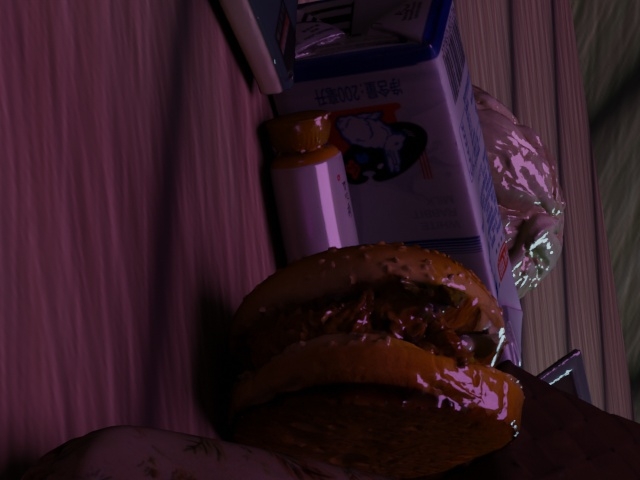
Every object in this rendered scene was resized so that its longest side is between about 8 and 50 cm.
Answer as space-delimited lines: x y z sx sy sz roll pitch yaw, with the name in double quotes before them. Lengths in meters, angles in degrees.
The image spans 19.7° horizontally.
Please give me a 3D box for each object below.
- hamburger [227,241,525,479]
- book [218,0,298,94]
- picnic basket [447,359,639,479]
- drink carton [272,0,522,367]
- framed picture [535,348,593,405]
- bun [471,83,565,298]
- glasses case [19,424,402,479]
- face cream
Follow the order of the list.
"hamburger" 0.036 0.080 1.132 0.191 0.181 0.118 37 50 -47
"book" -0.074 -0.310 1.196 0.379 0.031 0.264 64 24 -50
"picnic basket" 0.157 0.282 1.394 0.321 0.291 0.254 -55 -164 39
"drink carton" 0.064 -0.031 1.394 0.107 0.130 0.315 -74 153 -53
"framed picture" 0.172 0.251 1.629 0.017 0.217 0.274 29 -38 49
"bun" 0.160 -0.047 1.741 0.229 0.145 0.229 -7 90 -72
"glasses case" 0.007 0.193 0.934 0.425 0.098 0.157 21 52 -51
"face cream" 0.000 0.000 1.289 0.072 0.051 0.182 -39 120 -68
